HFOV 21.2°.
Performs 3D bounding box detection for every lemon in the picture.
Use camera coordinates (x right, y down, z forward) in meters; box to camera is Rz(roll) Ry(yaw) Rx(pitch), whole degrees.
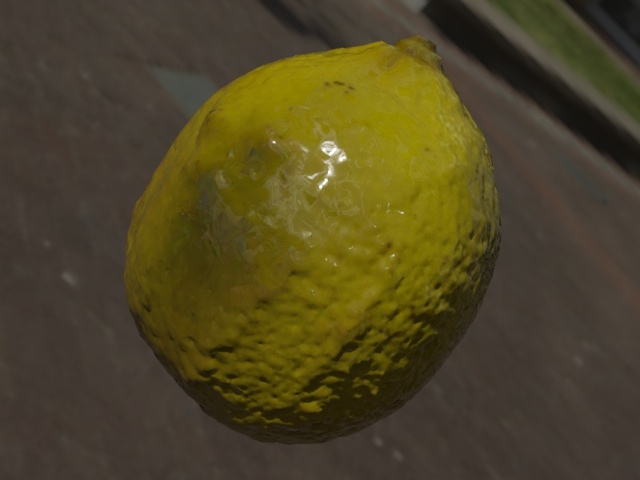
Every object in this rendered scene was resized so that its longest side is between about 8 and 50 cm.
[{"bbox_3d":[0.000,0.000,1.244,0.268,0.322,0.268,27,25,-14],"label":"lemon"}]
